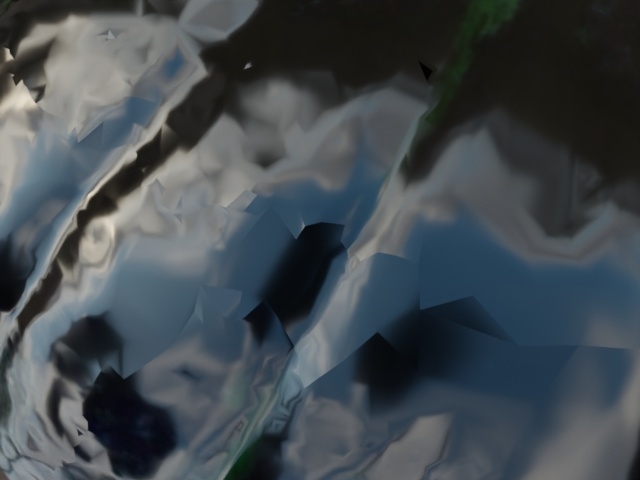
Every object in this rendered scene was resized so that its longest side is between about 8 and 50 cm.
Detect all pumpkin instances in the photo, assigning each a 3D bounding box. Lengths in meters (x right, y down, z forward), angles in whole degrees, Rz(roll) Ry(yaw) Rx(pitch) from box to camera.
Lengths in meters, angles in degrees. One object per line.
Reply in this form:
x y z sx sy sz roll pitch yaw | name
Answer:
0.000 0.000 0.458 0.248 0.248 0.248 2 147 1 | pumpkin
